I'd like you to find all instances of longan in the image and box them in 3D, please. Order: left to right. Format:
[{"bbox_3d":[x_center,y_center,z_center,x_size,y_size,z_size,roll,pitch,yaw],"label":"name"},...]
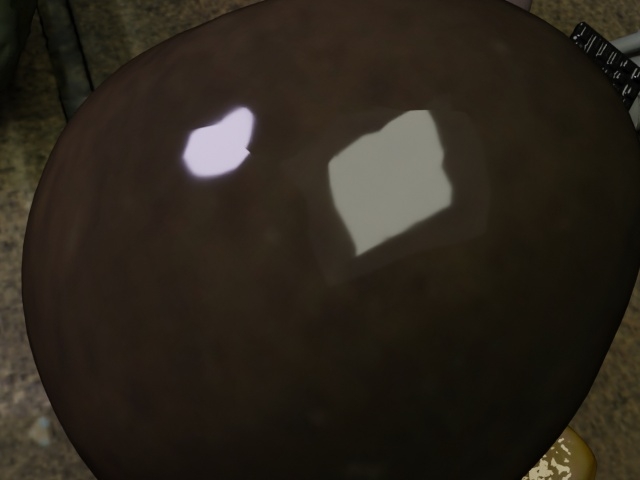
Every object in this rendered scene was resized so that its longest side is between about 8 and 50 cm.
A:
[{"bbox_3d":[0.000,0.000,0.431,0.300,0.243,0.300,-6,66,13],"label":"longan"}]

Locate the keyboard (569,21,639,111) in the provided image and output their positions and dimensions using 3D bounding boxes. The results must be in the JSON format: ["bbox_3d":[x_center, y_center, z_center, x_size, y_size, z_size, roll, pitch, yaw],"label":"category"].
[{"bbox_3d":[0.133,-0.033,0.564,0.061,0.013,0.204,33,80,-17],"label":"keyboard"}]

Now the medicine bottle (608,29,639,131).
[{"bbox_3d":[0.175,-0.099,0.632,0.221,0.061,0.092,-18,47,-18],"label":"medicine bottle"}]

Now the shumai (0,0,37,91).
[{"bbox_3d":[-0.311,-0.238,0.536,0.304,0.309,0.263,4,35,-14],"label":"shumai"}]

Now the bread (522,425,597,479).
[{"bbox_3d":[0.091,0.140,0.486,0.082,0.056,0.115,25,66,9],"label":"bread"}]

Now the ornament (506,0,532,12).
[{"bbox_3d":[0.058,-0.174,0.588,0.178,0.177,0.177,4,61,-7],"label":"ornament"}]
